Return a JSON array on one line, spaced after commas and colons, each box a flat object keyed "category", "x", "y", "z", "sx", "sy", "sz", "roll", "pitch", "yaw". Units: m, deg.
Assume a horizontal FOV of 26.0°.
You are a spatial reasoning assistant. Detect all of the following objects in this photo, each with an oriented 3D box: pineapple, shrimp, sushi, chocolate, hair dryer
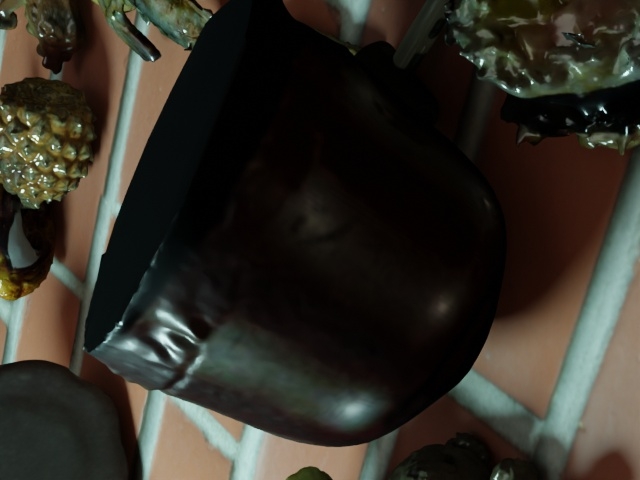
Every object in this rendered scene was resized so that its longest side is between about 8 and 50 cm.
[{"category": "pineapple", "x": -0.391, "y": -0.124, "z": 1.905, "sx": 0.166, "sy": 0.166, "sz": 0.193, "roll": 45, "pitch": 131, "yaw": 42}, {"category": "shrimp", "x": -0.191, "y": -0.259, "z": 1.682, "sx": 0.296, "sy": 0.058, "sz": 0.169, "roll": 43, "pitch": 154, "yaw": 19}, {"category": "sushi", "x": 0.214, "y": -0.185, "z": 1.076, "sx": 0.225, "sy": 0.219, "sz": 0.238, "roll": 29, "pitch": 82, "yaw": 23}, {"category": "chocolate", "x": 0.000, "y": 0.000, "z": 1.244, "sx": 0.384, "sy": 0.331, "sz": 0.383, "roll": -158, "pitch": 90, "yaw": -77}, {"category": "hair dryer", "x": 0.103, "y": -0.199, "z": 1.334, "sx": 0.100, "sy": 0.057, "sz": 0.197, "roll": 52, "pitch": 125, "yaw": 36}]

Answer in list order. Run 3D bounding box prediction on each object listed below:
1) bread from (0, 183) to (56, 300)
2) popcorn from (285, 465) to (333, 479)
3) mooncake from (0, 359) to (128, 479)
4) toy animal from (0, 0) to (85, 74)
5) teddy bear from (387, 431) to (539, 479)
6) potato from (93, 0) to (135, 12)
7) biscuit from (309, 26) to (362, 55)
[{"category": "bread", "x": -0.449, "y": -0.041, "z": 1.996, "sx": 0.095, "sy": 0.139, "sz": 0.268, "roll": -22, "pitch": 68, "yaw": 26}, {"category": "popcorn", "x": -0.003, "y": 0.352, "z": 1.365, "sx": 0.256, "sy": 0.195, "sz": 0.254, "roll": 134, "pitch": 116, "yaw": -79}, {"category": "mooncake", "x": -0.405, "y": 0.317, "z": 1.844, "sx": 0.154, "sy": 0.306, "sz": 0.306, "roll": -46, "pitch": 55, "yaw": 59}, {"category": "toy animal", "x": -0.379, "y": -0.391, "z": 1.943, "sx": 0.158, "sy": 0.097, "sz": 0.312, "roll": 11, "pitch": 99, "yaw": 42}, {"category": "teddy bear", "x": 0.127, "y": 0.263, "z": 1.266, "sx": 0.177, "sy": 0.140, "sz": 0.190, "roll": -35, "pitch": 43, "yaw": 1}, {"category": "potato", "x": -0.279, "y": -0.442, "z": 1.783, "sx": 0.299, "sy": 0.116, "sz": 0.239, "roll": -53, "pitch": 47, "yaw": 38}, {"category": "biscuit", "x": -0.040, "y": -0.177, "z": 1.511, "sx": 0.237, "sy": 0.026, "sz": 0.131, "roll": 30, "pitch": 113, "yaw": 37}]
